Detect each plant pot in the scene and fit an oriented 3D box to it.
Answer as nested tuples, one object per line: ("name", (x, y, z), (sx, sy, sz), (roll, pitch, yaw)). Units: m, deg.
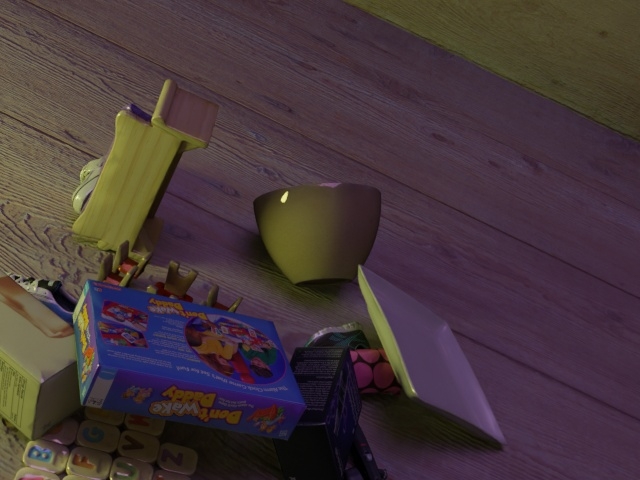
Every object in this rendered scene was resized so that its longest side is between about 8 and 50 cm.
("plant pot", (0.000, 0.000, 1.945), (0.284, 0.284, 0.191), (1, 79, -30))

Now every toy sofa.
("toy sofa", (-0.356, -0.142, 1.791), (0.177, 0.362, 0.150), (23, 36, -13))

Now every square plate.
("square plate", (0.219, 0.243, 1.816), (0.344, 0.049, 0.347), (34, 24, -42))

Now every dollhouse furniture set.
("dollhouse furniture set", (-0.317, 0.149, 1.685), (0.262, 0.135, 0.259), (26, 25, 1))

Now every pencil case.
("pencil case", (0.073, 0.267, 1.772), (0.209, 0.095, 0.098), (2, 87, -26))

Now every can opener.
("can opener", (0.073, 0.394, 1.635), (0.073, 0.059, 0.186), (7, 40, -23))

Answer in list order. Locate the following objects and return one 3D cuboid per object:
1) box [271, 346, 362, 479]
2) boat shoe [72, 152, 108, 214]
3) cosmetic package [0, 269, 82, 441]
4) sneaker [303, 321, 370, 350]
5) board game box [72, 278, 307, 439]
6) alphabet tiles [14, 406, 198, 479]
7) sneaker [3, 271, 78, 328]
("box", (-0.006, 0.311, 1.588), (0.108, 0.153, 0.207), (-3, 34, 17))
("boat shoe", (-0.480, -0.137, 1.939), (0.088, 0.096, 0.267), (25, 35, 6))
("cosmetic package", (-0.525, 0.170, 1.470), (0.296, 0.153, 0.129), (36, 38, 17))
("sneaker", (0.038, 0.219, 1.831), (0.166, 0.065, 0.076), (-12, 55, -37))
("board game box", (-0.217, 0.193, 1.443), (0.347, 0.078, 0.233), (16, 24, -26))
("alphabet tiles", (-0.343, 0.376, 1.445), (0.278, 0.021, 0.284), (17, 37, -10))
("sneaker", (-0.528, 0.094, 1.620), (0.237, 0.086, 0.085), (24, 14, -7))
